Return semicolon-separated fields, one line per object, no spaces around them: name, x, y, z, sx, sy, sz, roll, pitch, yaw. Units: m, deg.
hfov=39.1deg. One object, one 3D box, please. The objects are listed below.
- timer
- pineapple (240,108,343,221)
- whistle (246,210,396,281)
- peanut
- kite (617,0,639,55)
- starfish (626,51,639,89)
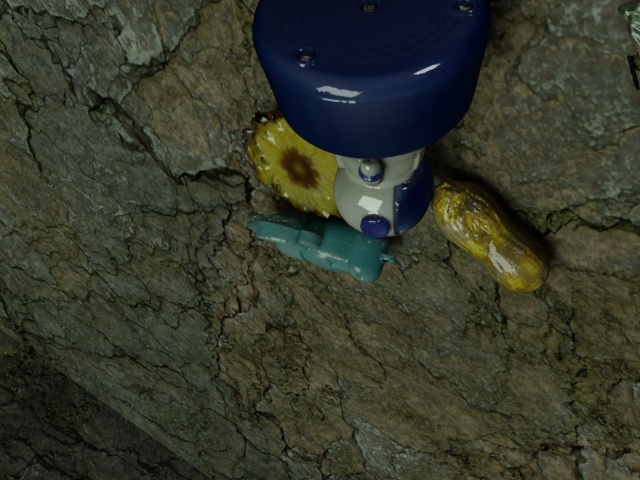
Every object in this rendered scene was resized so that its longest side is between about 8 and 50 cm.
timer;0.075;-0.150;1.147;0.270;0.270;0.384;23;149;23
pineapple;-0.020;-0.127;1.373;0.224;0.076;0.225;26;145;20
whistle;0.000;0.000;1.458;0.273;0.093;0.186;14;173;31
peanut;0.236;-0.007;1.263;0.206;0.087;0.087;42;144;-5
kite;0.396;-0.169;0.835;0.267;0.013;0.323;32;134;24
starfish;0.422;-0.214;0.869;0.303;0.113;0.312;-25;100;49
